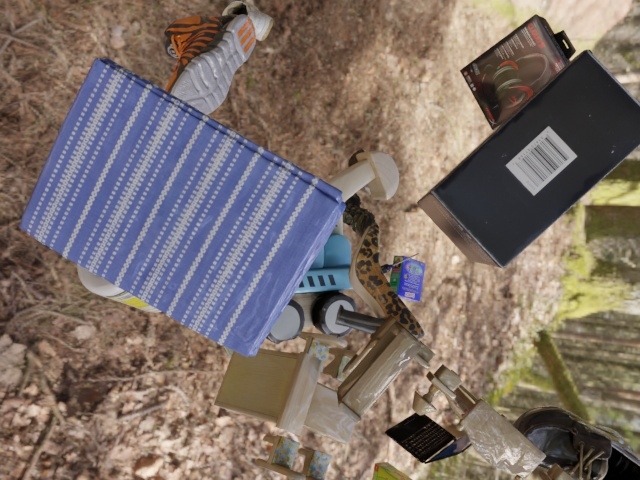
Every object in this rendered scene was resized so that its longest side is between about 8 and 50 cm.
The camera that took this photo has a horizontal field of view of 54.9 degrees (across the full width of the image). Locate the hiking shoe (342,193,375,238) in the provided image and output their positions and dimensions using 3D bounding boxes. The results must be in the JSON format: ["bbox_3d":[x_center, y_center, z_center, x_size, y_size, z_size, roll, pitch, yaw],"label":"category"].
[{"bbox_3d":[0.079,-0.069,1.789,0.114,0.227,0.086,2,119,-21],"label":"hiking shoe"}]

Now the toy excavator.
[{"bbox_3d":[0.000,0.000,1.525,0.432,0.222,0.445,-3,97,-27],"label":"toy excavator"}]

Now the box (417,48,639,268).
[{"bbox_3d":[0.371,-0.130,1.136,0.179,0.343,0.312,47,4,2],"label":"box"}]

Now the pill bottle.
[{"bbox_3d":[-0.472,0.087,1.650,0.334,0.187,0.188,45,53,-65],"label":"pill bottle"}]

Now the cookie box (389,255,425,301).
[{"bbox_3d":[0.230,0.103,1.644,0.091,0.040,0.107,19,77,-37],"label":"cookie box"}]

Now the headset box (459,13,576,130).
[{"bbox_3d":[0.588,-0.485,1.779,0.110,0.293,0.218,-9,71,-53],"label":"headset box"}]

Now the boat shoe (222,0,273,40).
[{"bbox_3d":[-0.238,-0.664,1.815,0.096,0.277,0.098,19,102,-38],"label":"boat shoe"}]

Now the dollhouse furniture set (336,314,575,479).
[{"bbox_3d":[0.215,0.327,1.095,0.174,0.355,0.303,-48,-179,0],"label":"dollhouse furniture set"}]

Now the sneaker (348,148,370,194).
[{"bbox_3d":[0.133,-0.212,1.940,0.071,0.066,0.188,49,25,-33],"label":"sneaker"}]

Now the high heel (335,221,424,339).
[{"bbox_3d":[0.151,0.092,1.329,0.093,0.186,0.261,101,6,-64],"label":"high heel"}]

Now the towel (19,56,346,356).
[{"bbox_3d":[-0.166,-0.034,0.739,0.243,0.336,0.040,-59,-178,12],"label":"towel"}]

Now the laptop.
[{"bbox_3d":[0.403,0.652,2.110,0.234,0.264,0.137,-9,124,-49],"label":"laptop"}]

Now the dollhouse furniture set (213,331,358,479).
[{"bbox_3d":[-0.018,0.408,1.531,0.394,0.256,0.362,35,66,-37],"label":"dollhouse furniture set"}]

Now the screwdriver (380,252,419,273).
[{"bbox_3d":[0.194,0.061,1.571,0.024,0.170,0.025,39,58,-17],"label":"screwdriver"}]

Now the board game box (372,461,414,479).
[{"bbox_3d":[0.194,0.619,1.489,0.043,0.181,0.092,9,92,-33],"label":"board game box"}]

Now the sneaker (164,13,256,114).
[{"bbox_3d":[-0.287,-0.388,1.367,0.321,0.180,0.125,-60,150,-34],"label":"sneaker"}]

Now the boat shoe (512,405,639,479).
[{"bbox_3d":[0.556,0.445,1.309,0.355,0.130,0.132,15,97,-24],"label":"boat shoe"}]

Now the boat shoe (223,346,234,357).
[{"bbox_3d":[-0.252,0.366,1.957,0.084,0.079,0.233,-42,97,-33],"label":"boat shoe"}]
